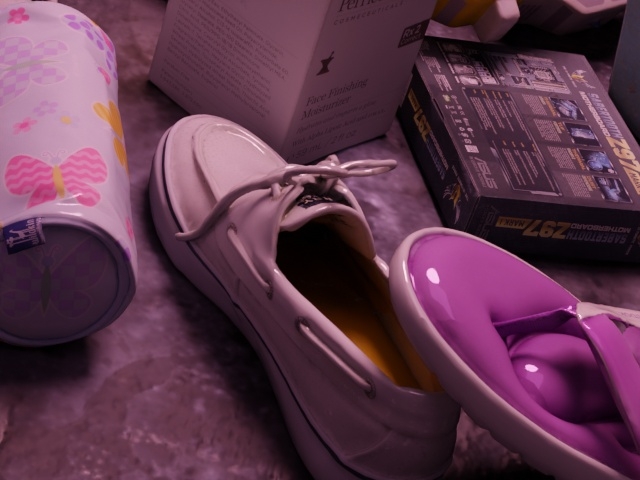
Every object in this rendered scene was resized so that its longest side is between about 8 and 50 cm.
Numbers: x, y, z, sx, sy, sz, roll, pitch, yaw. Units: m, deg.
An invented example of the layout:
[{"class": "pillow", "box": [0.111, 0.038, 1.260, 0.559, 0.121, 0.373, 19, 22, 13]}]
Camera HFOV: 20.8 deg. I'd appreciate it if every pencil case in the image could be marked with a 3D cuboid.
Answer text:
[{"class": "pencil case", "box": [-0.194, -0.051, 1.201, 0.124, 0.113, 0.273, -17, 41, 6]}]

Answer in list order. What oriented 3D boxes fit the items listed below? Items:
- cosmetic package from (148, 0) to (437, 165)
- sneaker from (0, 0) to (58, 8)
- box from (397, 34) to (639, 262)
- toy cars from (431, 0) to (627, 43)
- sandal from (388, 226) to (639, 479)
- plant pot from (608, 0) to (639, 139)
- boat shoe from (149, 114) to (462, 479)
[{"class": "cosmetic package", "box": [-0.017, -0.179, 1.384, 0.151, 0.184, 0.151, 40, 41, 24]}, {"class": "sneaker", "box": [-0.277, -0.193, 1.300, 0.129, 0.111, 0.297, 54, 26, -6]}, {"class": "box", "box": [0.171, -0.079, 1.451, 0.183, 0.059, 0.233, 4, 39, -21]}, {"class": "toy cars", "box": [0.194, -0.222, 1.558, 0.393, 0.176, 0.087, -8, 78, -57]}, {"class": "sandal", "box": [0.225, 0.111, 1.111, 0.416, 0.102, 0.169, 38, 30, -10]}, {"class": "plant pot", "box": [0.402, -0.172, 1.543, 0.252, 0.247, 0.248, 21, 35, 23]}, {"class": "boat shoe", "box": [-0.007, 0.002, 1.183, 0.135, 0.156, 0.367, -3, 43, -28]}]
